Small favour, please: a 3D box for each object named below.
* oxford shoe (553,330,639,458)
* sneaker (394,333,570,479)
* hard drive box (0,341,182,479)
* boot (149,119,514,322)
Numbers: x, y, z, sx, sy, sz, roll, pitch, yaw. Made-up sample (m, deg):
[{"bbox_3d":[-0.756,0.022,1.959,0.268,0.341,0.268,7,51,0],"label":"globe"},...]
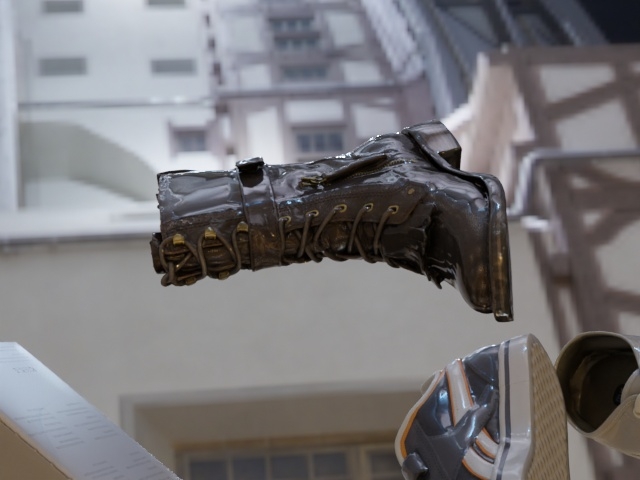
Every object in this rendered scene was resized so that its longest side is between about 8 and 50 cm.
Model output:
[{"bbox_3d":[0.421,0.187,1.679,0.449,0.130,0.169,9,-108,54],"label":"oxford shoe"},{"bbox_3d":[0.135,0.211,1.251,0.126,0.127,0.321,60,20,-26],"label":"sneaker"},{"bbox_3d":[-0.173,0.171,1.016,0.089,0.232,0.181,-53,170,3],"label":"hard drive box"},{"bbox_3d":[0.000,0.000,1.044,0.263,0.229,0.091,-118,-160,-64],"label":"boot"}]
